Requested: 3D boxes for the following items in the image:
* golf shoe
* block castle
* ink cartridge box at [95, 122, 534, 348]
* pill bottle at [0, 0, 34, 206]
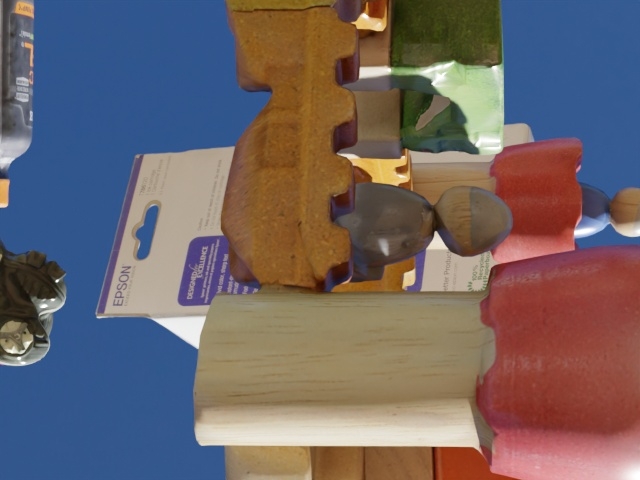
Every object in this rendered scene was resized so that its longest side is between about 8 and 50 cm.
[{"bbox_3d":[-0.308,0.007,1.036,0.273,0.120,0.105,36,-116,-20],"label":"golf shoe"},{"bbox_3d":[0.086,0.015,0.724,0.212,0.453,0.303,0,-111,6],"label":"block castle"},{"bbox_3d":[0.000,0.000,1.197,0.332,0.065,0.165,-2,-124,18],"label":"ink cartridge box"},{"bbox_3d":[-0.324,-0.150,1.379,0.130,0.130,0.246,1,-88,-8],"label":"pill bottle"}]
